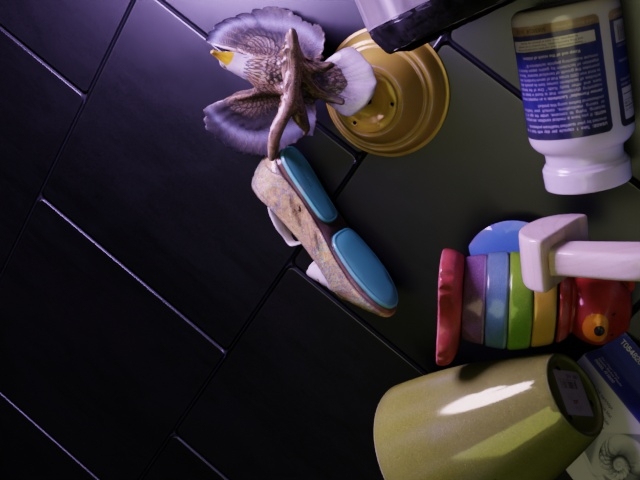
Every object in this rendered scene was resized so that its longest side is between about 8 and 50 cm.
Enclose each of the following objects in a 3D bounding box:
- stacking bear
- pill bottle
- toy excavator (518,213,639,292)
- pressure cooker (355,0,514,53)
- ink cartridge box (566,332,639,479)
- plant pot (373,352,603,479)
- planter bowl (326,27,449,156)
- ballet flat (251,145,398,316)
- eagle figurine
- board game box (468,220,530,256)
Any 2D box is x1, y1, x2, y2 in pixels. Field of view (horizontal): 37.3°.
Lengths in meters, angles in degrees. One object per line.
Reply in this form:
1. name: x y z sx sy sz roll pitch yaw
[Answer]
1. stacking bear: 0.328 0.096 1.451 0.289 0.164 0.175 3 116 10
2. pill bottle: 0.367 -0.209 1.361 0.153 0.153 0.264 -5 105 26
3. toy excavator: 0.547 0.003 1.246 0.433 0.445 0.222 -152 51 -64
4. pressure cooker: 0.157 -0.494 1.235 0.375 0.370 0.420 -13 103 52
5. ink cartridge box: 0.466 0.294 1.507 0.224 0.045 0.223 -54 54 28
6. plant pot: 0.282 0.296 1.492 0.293 0.275 0.274 -37 91 37
7. planter bowl: 0.090 -0.230 1.517 0.217 0.090 0.217 8 110 22
8. ballet flat: 0.000 0.000 1.628 0.123 0.123 0.348 -38 85 30
9. eagle figurine: -0.078 -0.257 1.498 0.226 0.298 0.225 -41 106 -9
10. board game box: 0.318 0.044 1.542 0.133 0.033 0.168 -8 105 25
